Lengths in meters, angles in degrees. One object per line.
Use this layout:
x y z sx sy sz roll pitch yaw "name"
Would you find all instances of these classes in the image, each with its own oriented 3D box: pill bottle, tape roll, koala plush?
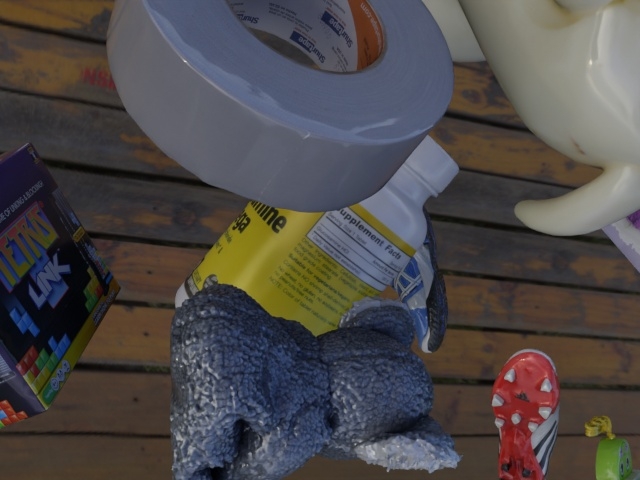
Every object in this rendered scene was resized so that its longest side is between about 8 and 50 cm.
0.000 0.000 0.823 0.188 0.188 0.334 38 95 -18 "pill bottle"
-0.023 -0.127 0.461 0.219 0.072 0.219 15 52 -20 "tape roll"
-0.007 0.126 0.565 0.221 0.196 0.203 -1 131 -10 "koala plush"

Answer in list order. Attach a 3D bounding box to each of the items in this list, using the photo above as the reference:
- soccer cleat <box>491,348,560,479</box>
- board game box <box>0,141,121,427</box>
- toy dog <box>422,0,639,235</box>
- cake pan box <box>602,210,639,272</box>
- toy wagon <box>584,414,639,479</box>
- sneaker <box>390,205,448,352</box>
0.095 0.078 0.318 0.035 0.029 0.083 -46 137 -48 "soccer cleat"
-0.215 0.022 0.491 0.048 0.170 0.141 -21 112 9 "board game box"
0.223 -0.240 0.648 0.285 0.408 0.395 -4 119 -27 "toy dog"
0.435 0.003 0.666 0.070 0.245 0.266 -25 72 -31 "cake pan box"
0.397 0.409 0.925 0.267 0.068 0.344 4 83 -55 "toy wagon"
0.131 0.057 1.004 0.081 0.080 0.211 -12 81 18 "sneaker"
